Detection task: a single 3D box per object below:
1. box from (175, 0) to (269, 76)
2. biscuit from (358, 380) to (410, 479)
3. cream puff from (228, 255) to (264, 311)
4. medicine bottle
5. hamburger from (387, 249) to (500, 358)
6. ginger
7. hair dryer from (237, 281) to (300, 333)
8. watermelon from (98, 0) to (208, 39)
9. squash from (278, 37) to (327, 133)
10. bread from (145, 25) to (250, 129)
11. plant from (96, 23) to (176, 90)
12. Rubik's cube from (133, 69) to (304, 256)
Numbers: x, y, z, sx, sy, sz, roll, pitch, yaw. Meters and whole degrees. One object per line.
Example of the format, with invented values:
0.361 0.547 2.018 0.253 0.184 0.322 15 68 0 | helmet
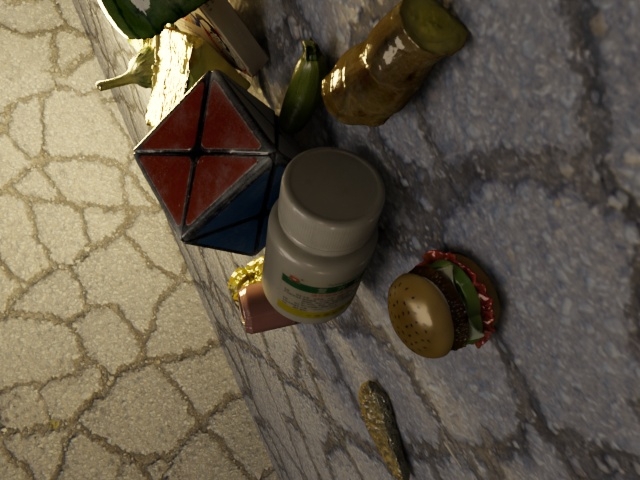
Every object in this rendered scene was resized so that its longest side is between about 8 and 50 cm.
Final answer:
-0.271 -0.504 1.148 0.353 0.069 0.214 39 174 43 | box
0.153 0.476 1.329 0.141 0.038 0.289 5 115 64 | biscuit
-0.180 0.144 1.539 0.221 0.195 0.194 26 135 50 | cream puff
0.000 0.000 0.990 0.208 0.208 0.339 54 154 23 | medicine bottle
0.180 0.105 0.813 0.175 0.137 0.175 50 152 38 | hamburger
0.087 -0.236 0.731 0.109 0.116 0.263 29 158 -19 | ginger
-0.128 0.054 1.346 0.125 0.210 0.352 111 144 -65 | hair dryer
-0.295 -0.529 0.915 0.189 0.330 0.331 33 -177 -43 | watermelon
-0.029 -0.279 0.967 0.066 0.066 0.252 61 156 11 | squash
-0.334 -0.348 1.184 0.198 0.236 0.263 37 -178 -40 | bread
-0.505 -0.503 1.592 0.306 0.297 0.261 26 168 33 | plant
-0.180 -0.145 1.066 0.254 0.259 0.260 57 -166 22 | Rubik's cube
